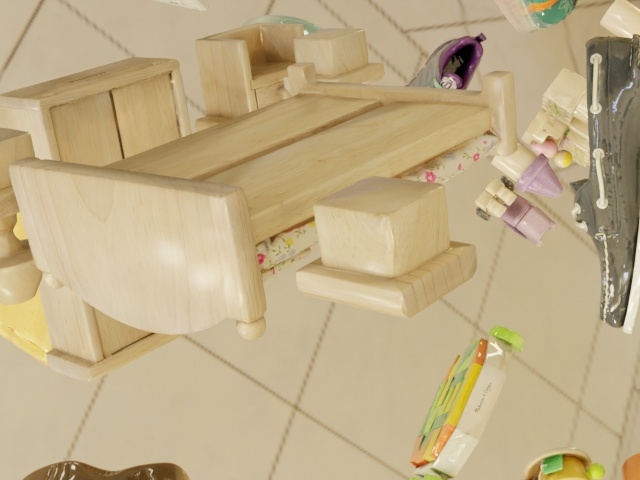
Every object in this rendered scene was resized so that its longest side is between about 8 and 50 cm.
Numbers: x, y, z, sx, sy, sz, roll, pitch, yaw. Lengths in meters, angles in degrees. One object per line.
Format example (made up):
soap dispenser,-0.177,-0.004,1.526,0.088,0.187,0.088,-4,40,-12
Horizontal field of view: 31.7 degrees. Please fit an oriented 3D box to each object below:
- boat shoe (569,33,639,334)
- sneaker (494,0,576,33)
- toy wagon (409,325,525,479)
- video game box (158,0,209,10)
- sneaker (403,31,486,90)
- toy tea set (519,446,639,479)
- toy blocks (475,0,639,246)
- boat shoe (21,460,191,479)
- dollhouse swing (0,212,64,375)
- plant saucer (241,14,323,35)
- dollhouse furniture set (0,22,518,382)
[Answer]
boat shoe,0.301,-0.057,1.152,0.114,0.091,0.302,-11,106,-73
sneaker,0.204,-0.263,0.988,0.302,0.121,0.108,9,67,-66
toy wagon,0.212,0.277,1.771,0.068,0.344,0.267,27,74,0
video game box,-0.185,-0.221,0.821,0.187,0.205,0.048,11,94,3
sneaker,0.139,-0.185,1.496,0.083,0.098,0.223,33,82,-6
toy tea set,0.300,0.373,1.418,0.200,0.336,0.124,31,34,-31
toy blocks,0.395,-0.095,1.459,0.260,0.288,0.309,38,91,11
boat shoe,-0.309,0.383,1.624,0.098,0.302,0.109,60,30,-44
dollhouse swing,-0.419,-0.042,1.603,0.347,0.305,0.315,33,33,5
plant saucer,-0.019,-0.262,1.579,0.195,0.037,0.195,22,39,-19
dollhouse furniture set,0.000,0.000,0.596,0.303,0.355,0.174,-27,118,-42
